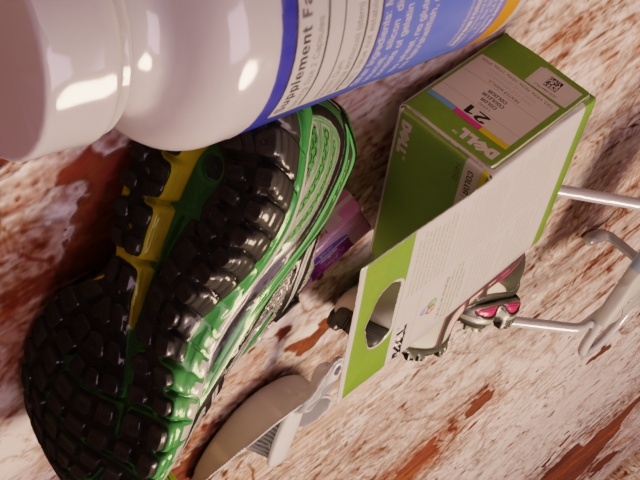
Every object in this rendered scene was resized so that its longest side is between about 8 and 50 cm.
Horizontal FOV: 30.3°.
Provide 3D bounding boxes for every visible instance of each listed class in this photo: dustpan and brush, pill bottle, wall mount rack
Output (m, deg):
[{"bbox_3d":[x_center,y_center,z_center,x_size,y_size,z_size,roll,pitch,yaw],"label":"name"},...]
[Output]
[{"bbox_3d":[-0.030,0.160,1.103,0.147,0.060,0.211,-22,148,-39],"label":"dustpan and brush"},{"bbox_3d":[-0.036,-0.129,0.534,0.272,0.152,0.152,-25,149,-34],"label":"pill bottle"},{"bbox_3d":[0.306,-0.002,1.296,0.304,0.130,0.350,-27,150,-40],"label":"wall mount rack"}]

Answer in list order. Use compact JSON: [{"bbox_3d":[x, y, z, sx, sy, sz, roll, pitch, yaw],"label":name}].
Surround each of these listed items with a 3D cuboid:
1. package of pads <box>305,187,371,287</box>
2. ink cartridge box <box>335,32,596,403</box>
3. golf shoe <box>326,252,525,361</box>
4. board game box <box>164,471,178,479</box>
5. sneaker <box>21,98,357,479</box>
[{"bbox_3d":[0.000,0.000,0.933,0.083,0.032,0.050,-42,155,-3],"label":"package of pads"},{"bbox_3d":[0.082,-0.018,0.927,0.255,0.097,0.189,-35,154,-28],"label":"ink cartridge box"},{"bbox_3d":[0.102,0.032,1.091,0.273,0.105,0.120,-15,125,-54],"label":"golf shoe"},{"bbox_3d":[-0.116,0.259,0.984,0.043,0.181,0.092,-29,151,-29],"label":"board game box"},{"bbox_3d":[-0.077,0.049,0.772,0.146,0.134,0.343,-6,135,-55],"label":"sneaker"}]
